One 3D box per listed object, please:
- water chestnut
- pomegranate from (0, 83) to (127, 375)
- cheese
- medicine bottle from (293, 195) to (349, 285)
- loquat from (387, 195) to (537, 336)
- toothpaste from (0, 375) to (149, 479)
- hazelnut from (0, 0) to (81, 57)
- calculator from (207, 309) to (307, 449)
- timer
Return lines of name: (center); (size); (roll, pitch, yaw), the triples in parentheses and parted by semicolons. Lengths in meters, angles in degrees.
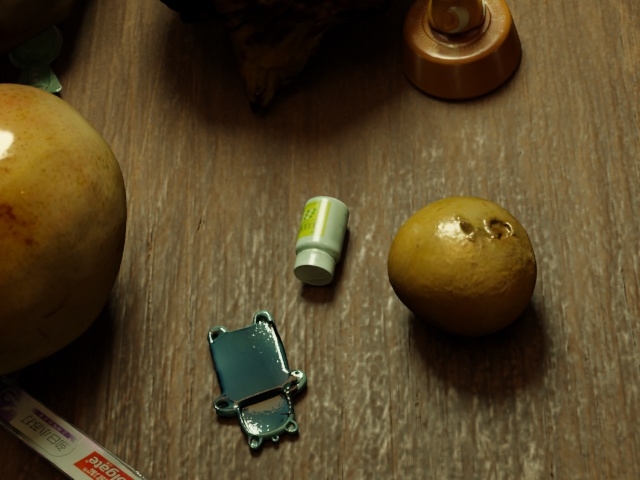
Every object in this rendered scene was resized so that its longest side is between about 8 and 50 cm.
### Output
water chestnut: (-0.055, -0.312, 1.511); (0.335, 0.335, 0.347); (9, 89, 17)
pomegranate: (-0.327, -0.013, 1.366); (0.319, 0.319, 0.319); (-5, 56, 8)
cheese: (-0.332, -0.214, 1.642); (0.067, 0.026, 0.120); (-12, 55, 4)
medicine bottle: (0.000, 0.000, 1.422); (0.047, 0.047, 0.083); (4, 57, 14)
loquat: (0.134, 0.022, 1.329); (0.141, 0.141, 0.141); (-5, 56, 8)
toothpaste: (-0.244, 0.196, 1.347); (0.196, 0.040, 0.047); (31, 70, 26)
hazelnut: (-0.454, -0.387, 1.588); (0.402, 0.402, 0.429); (23, 71, 24)
calculator: (-0.062, 0.134, 1.364); (0.094, 0.019, 0.141); (-19, 57, -1)
timer: (0.143, -0.245, 1.492); (0.132, 0.152, 0.132); (-5, 56, 8)
